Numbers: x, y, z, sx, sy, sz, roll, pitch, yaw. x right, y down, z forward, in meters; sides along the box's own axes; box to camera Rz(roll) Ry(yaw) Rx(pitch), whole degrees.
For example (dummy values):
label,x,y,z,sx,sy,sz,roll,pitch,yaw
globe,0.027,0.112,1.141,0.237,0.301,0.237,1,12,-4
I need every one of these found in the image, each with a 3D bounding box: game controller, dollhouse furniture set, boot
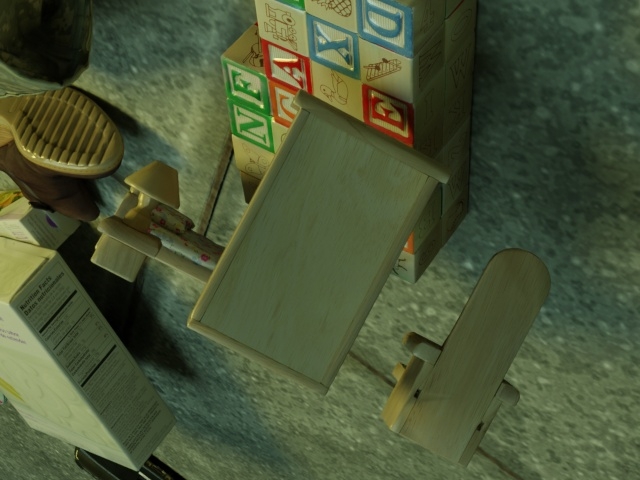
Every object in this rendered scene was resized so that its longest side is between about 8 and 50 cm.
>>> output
label,x,y,z,sx,sy,sz,roll,pitch,yaw
game controller,-0.285,0.421,2.070,0.319,0.067,0.166,35,137,7
dollhouse furniture set,0.000,0.000,0.962,0.303,0.174,0.355,28,-178,-5
boot,-0.281,-0.085,1.331,0.248,0.090,0.207,21,159,27

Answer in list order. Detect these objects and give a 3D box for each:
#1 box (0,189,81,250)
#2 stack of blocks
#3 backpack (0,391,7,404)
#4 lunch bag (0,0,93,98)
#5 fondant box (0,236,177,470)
label,x,y,z,sx,sy,sz,roll,pitch,yaw
box,-0.429,-0.023,1.581,0.324,0.063,0.067,-1,132,49
stack of blocks,0.019,-0.115,0.905,0.171,0.087,0.297,27,149,22
backpack,-0.480,0.168,1.835,0.166,0.144,0.188,2,138,40
lunch bag,-0.329,-0.246,1.040,0.235,0.169,0.287,2,130,48
fondant box,-0.361,0.139,1.573,0.238,0.096,0.330,11,141,39
